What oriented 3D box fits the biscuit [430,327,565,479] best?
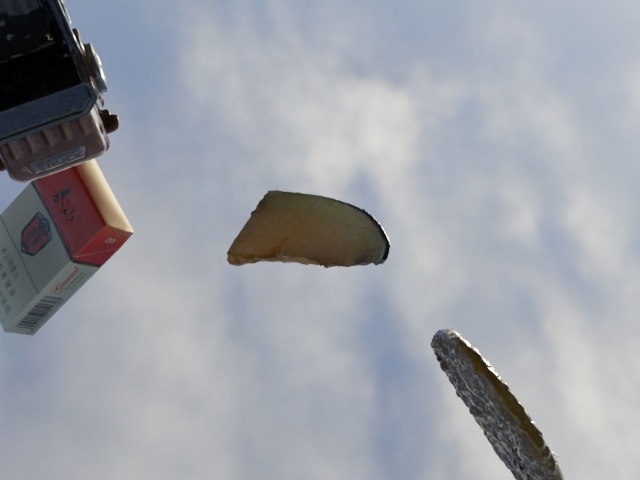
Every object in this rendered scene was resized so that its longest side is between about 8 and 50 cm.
[{"bbox_3d":[0.170,0.170,1.447,0.033,0.220,0.220,-33,-134,-7],"label":"biscuit"}]

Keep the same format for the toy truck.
[{"bbox_3d":[-0.181,-0.123,0.899,0.083,0.192,0.092,-20,-138,-3],"label":"toy truck"}]

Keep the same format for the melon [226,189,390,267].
[{"bbox_3d":[0.002,-0.004,1.605,0.182,0.054,0.098,2,-148,28],"label":"melon"}]

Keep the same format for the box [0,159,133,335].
[{"bbox_3d":[-0.249,0.002,1.429,0.048,0.152,0.100,9,-138,-54],"label":"box"}]
